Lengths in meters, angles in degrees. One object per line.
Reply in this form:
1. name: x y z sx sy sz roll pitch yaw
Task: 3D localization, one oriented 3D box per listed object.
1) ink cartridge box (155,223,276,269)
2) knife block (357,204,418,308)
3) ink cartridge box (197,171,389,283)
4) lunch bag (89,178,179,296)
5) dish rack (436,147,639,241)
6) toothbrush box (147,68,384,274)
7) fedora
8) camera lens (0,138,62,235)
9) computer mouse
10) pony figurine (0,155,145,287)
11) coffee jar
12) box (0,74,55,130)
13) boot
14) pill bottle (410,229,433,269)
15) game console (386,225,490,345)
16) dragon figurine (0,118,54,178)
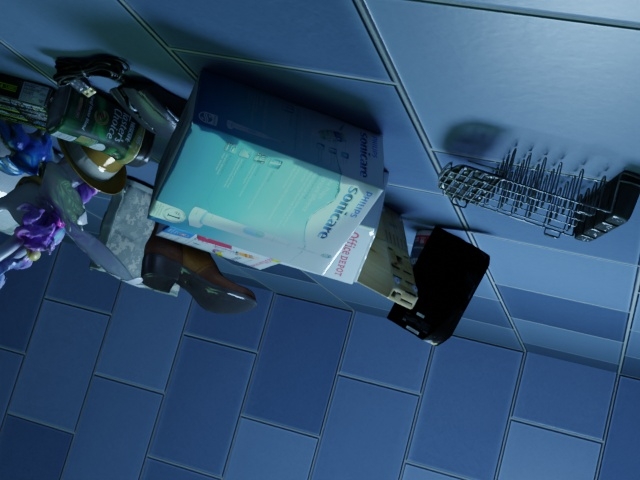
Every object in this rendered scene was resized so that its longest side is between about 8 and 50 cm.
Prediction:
1. ink cartridge box: -0.181 -0.059 1.940 0.233 0.168 0.171 19 168 -17
2. knife block: 0.054 0.038 1.949 0.242 0.275 0.088 -27 147 30
3. ink cartridge box: -0.056 -0.058 1.726 0.306 0.131 0.226 15 152 -2
4. lunch bag: -0.452 -0.010 2.428 0.169 0.235 0.287 13 170 29
5. dish rack: 0.309 -0.072 1.424 0.271 0.074 0.208 17 169 1
6. toothbrush box: -0.081 -0.094 1.459 0.295 0.126 0.216 18 135 -15
7. fedora: -0.397 -0.176 1.784 0.079 0.194 0.194 -28 153 18
8. camera lens: -0.714 -0.135 2.183 0.219 0.219 0.274 7 167 39
9. computer mouse: -0.310 -0.217 1.582 0.184 0.060 0.262 7 167 36
10. pony figurine: -0.532 -0.038 1.870 0.351 0.363 0.303 50 165 38
11. coffee jar: -0.371 -0.196 1.683 0.184 0.096 0.079 22 158 -37
12. box: -0.563 -0.256 1.802 0.191 0.045 0.184 15 172 4
13. boot: -0.242 0.002 2.072 0.264 0.280 0.096 18 143 -17
14. pill bottle: 0.230 0.077 2.035 0.108 0.180 0.108 15 170 3
15. game console: 0.154 0.043 1.996 0.361 0.213 0.044 31 -174 30
16. dragon figurine: -0.620 -0.180 2.017 0.085 0.144 0.289 7 167 38
